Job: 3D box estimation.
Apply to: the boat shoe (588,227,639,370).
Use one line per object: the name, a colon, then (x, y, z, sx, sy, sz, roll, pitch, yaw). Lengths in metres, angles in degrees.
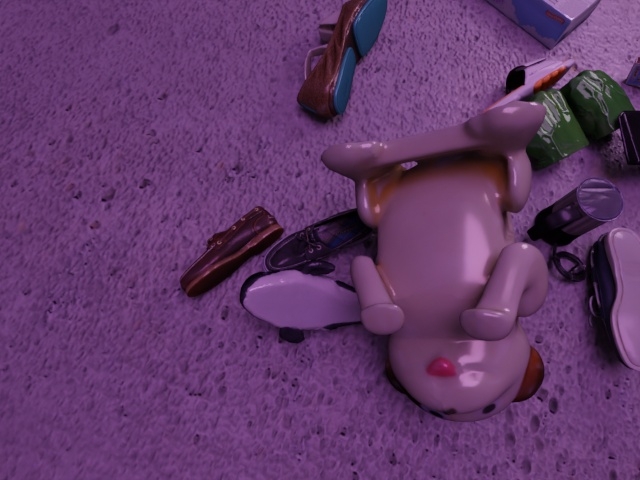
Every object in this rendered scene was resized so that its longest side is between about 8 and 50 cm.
boat shoe: (0.536, 0.104, 0.743, 0.095, 0.079, 0.254, 2, 68, 0)

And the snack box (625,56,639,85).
snack box: (0.776, -0.355, 0.898, 0.178, 0.064, 0.022, 20, 73, 24)

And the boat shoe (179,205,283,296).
boat shoe: (-0.166, 0.016, 0.745, 0.207, 0.073, 0.073, -37, 75, -22)

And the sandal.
sandal: (0.419, -0.330, 0.879, 0.265, 0.102, 0.076, -31, 78, -11)

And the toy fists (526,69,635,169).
toy fists: (0.519, -0.259, 0.865, 0.279, 0.096, 0.142, -27, 87, -13)

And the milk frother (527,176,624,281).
milk frother: (0.474, -0.014, 0.752, 0.129, 0.134, 0.143, -39, 77, -14)

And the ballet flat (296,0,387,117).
ballet flat: (0.037, -0.414, 0.899, 0.124, 0.116, 0.342, 14, 73, 23)

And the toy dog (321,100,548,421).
toy dog: (0.182, 0.063, 0.634, 0.285, 0.395, 0.407, -6, 85, 14)

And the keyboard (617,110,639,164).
keyboard: (0.749, -0.164, 0.823, 0.317, 0.033, 0.201, -1, 72, -9)

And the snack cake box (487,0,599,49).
snack cake box: (0.511, -0.600, 0.987, 0.152, 0.089, 0.264, -40, 77, -13)

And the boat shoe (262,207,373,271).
boat shoe: (0.000, 0.000, 0.753, 0.229, 0.076, 0.080, -21, 73, -10)

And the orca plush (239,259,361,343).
orca plush: (-0.002, 0.081, 0.714, 0.287, 0.151, 0.102, -6, 26, -20)
